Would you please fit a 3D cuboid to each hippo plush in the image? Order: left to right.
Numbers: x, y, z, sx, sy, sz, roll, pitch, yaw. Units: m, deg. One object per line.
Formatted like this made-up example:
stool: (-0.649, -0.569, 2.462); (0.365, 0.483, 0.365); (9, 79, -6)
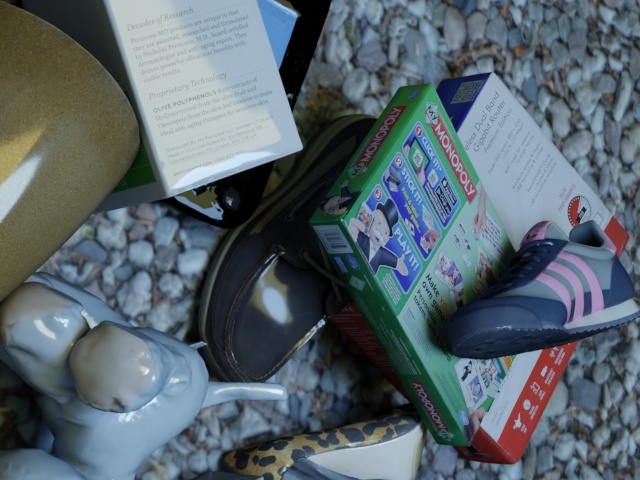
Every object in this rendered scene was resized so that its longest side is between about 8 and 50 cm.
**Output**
hippo plush: (-0.232, 0.173, 1.639); (0.237, 0.234, 0.294); (-64, 152, 0)

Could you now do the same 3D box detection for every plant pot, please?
plant pot: (-0.314, -0.036, 1.509); (0.237, 0.237, 0.254); (48, 52, -28)

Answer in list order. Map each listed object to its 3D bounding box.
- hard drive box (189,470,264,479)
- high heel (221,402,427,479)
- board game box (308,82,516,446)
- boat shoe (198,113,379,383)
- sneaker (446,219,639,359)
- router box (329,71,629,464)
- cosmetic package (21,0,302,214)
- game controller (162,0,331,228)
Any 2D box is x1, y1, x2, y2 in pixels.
hard drive box: (-0.123, 0.366, 1.773); (0.181, 0.089, 0.232); (-20, 101, -39)
high heel: (0.012, 0.214, 1.919); (0.261, 0.186, 0.093); (-48, 150, -67)
board game box: (0.118, 0.028, 1.864); (0.213, 0.046, 0.317); (-57, 130, -38)
boat shoe: (0.000, 0.000, 1.866); (0.132, 0.130, 0.355); (46, 60, -29)
sneaker: (0.220, 0.048, 1.894); (0.319, 0.112, 0.131); (-4, 75, -55)
router box: (0.181, 0.033, 2.051); (0.301, 0.082, 0.335); (45, 61, -30)
cosmetic package: (-0.170, -0.225, 1.660); (0.155, 0.197, 0.366); (-21, 95, -28)
game controller: (-0.096, -0.176, 1.836); (0.166, 0.067, 0.319); (32, 67, -35)
